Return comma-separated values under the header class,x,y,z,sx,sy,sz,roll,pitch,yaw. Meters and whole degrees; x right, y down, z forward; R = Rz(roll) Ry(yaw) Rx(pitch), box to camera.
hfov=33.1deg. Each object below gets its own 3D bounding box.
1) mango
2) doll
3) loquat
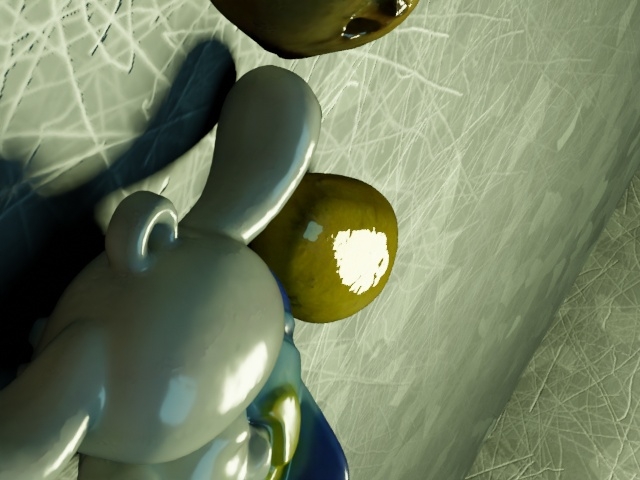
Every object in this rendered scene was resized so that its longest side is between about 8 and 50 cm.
class,x,y,z,sx,sy,sz,roll,pitch,yaw
mango,0.000,0.000,0.932,0.137,0.098,0.195,-55,151,-9
doll,-0.103,0.113,0.754,0.376,0.187,0.365,-36,138,-27
loquat,-0.007,-0.179,0.622,0.163,0.163,0.137,-35,167,-49
